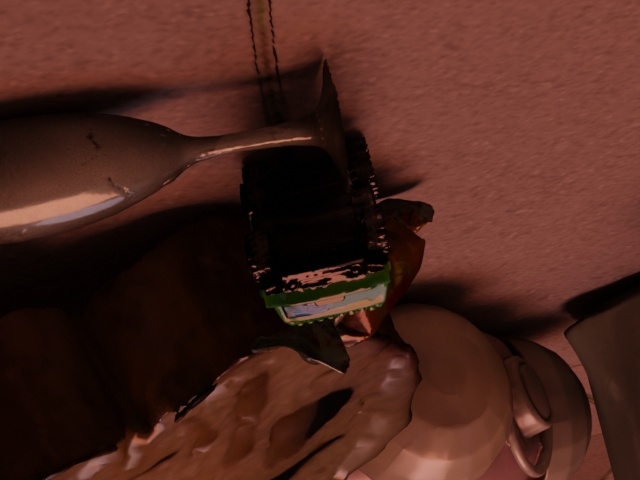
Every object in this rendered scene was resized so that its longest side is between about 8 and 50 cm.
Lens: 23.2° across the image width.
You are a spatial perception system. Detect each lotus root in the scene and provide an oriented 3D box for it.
[{"bbox_3d":[-0.114,0.145,0.984,0.391,0.111,0.375,-23,149,-27],"label":"lotus root"}]

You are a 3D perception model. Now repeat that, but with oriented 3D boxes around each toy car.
[{"bbox_3d":[0.000,0.000,0.783,0.071,0.062,0.165,-13,-161,2],"label":"toy car"}]

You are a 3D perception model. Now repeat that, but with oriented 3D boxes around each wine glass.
[{"bbox_3d":[-0.088,-0.034,0.720,0.198,0.066,0.066,-10,163,-5],"label":"wine glass"}]

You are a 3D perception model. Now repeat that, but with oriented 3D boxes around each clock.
[{"bbox_3d":[0.038,0.170,1.288,0.326,0.184,0.342,-24,165,21],"label":"clock"}]

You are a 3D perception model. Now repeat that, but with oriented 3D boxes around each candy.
[{"bbox_3d":[0.021,0.025,0.866,0.053,0.046,0.182,-6,-155,31],"label":"candy"}]

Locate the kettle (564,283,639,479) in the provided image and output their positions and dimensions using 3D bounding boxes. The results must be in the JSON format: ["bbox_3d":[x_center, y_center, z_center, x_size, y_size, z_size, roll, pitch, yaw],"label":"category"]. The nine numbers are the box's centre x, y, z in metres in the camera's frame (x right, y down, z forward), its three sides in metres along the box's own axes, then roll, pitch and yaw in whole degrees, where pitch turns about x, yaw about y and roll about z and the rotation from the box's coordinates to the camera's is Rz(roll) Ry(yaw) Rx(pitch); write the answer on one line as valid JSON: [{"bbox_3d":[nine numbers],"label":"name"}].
[{"bbox_3d":[0.414,0.204,1.274,0.361,0.376,0.250,-10,159,-13],"label":"kettle"}]
